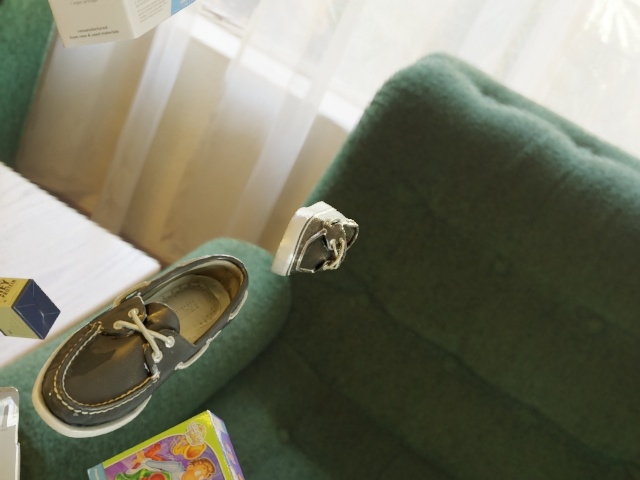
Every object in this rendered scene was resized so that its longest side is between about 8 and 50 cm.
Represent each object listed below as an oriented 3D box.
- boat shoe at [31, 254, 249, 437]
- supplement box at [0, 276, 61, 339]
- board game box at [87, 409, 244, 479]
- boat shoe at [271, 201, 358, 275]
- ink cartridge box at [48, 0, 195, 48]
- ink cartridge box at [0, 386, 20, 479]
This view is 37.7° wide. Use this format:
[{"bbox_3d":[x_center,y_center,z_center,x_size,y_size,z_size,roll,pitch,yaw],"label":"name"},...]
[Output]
[{"bbox_3d":[-0.180,0.096,0.993,0.114,0.091,0.302,42,33,1],"label":"boat shoe"},{"bbox_3d":[-0.459,0.103,1.424,0.083,0.083,0.056,1,49,28],"label":"supplement box"},{"bbox_3d":[-0.217,0.486,1.521,0.347,0.233,0.078,64,3,29],"label":"board game box"},{"bbox_3d":[0.000,0.000,1.177,0.070,0.077,0.219,24,20,9],"label":"boat shoe"},{"bbox_3d":[-0.200,-0.300,0.868,0.086,0.203,0.148,-3,27,22],"label":"ink cartridge box"},{"bbox_3d":[-0.505,0.287,1.039,0.309,0.271,0.130,-1,12,-36],"label":"ink cartridge box"}]
